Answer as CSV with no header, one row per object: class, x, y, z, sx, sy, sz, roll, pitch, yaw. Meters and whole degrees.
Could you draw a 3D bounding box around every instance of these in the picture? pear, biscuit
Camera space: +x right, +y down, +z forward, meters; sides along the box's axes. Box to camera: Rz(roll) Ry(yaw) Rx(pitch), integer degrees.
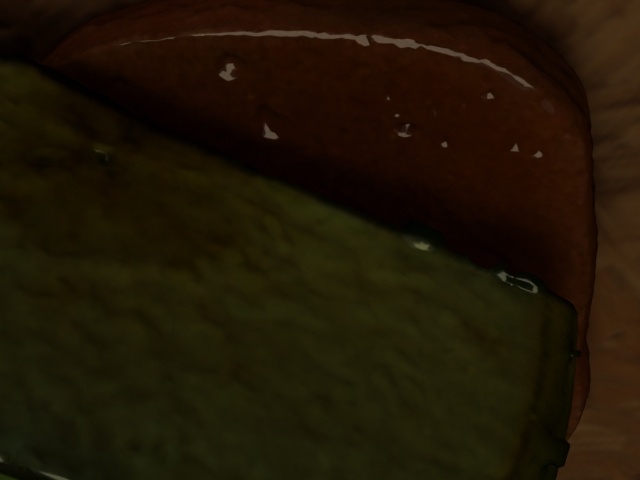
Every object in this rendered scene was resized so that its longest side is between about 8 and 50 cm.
pear,-0.089,0.082,0.502,0.293,0.159,0.292,12,139,11
biscuit,0.000,0.000,0.535,0.186,0.036,0.192,0,128,8
